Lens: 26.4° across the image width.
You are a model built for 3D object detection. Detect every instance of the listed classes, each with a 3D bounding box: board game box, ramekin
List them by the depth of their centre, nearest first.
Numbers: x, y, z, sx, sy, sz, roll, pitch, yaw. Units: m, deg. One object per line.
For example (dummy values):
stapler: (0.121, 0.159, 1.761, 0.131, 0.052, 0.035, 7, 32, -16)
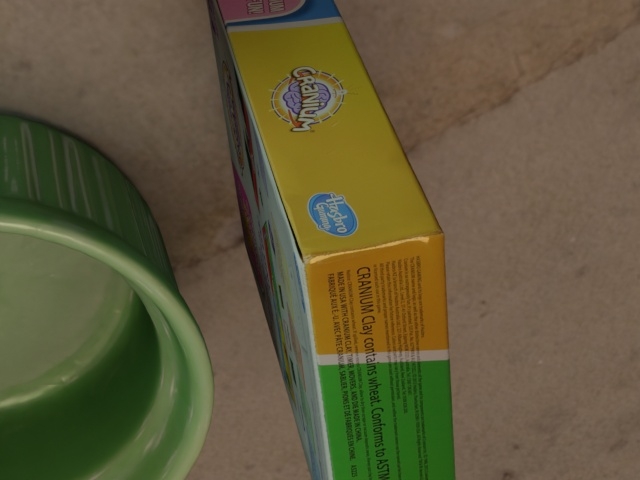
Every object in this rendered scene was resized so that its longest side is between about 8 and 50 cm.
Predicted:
board game box: (0.000, 0.000, 0.771, 0.064, 0.316, 0.242, -12, 130, -6)
ramekin: (-0.227, 0.065, 0.870, 0.303, 0.148, 0.303, -7, 128, -9)
